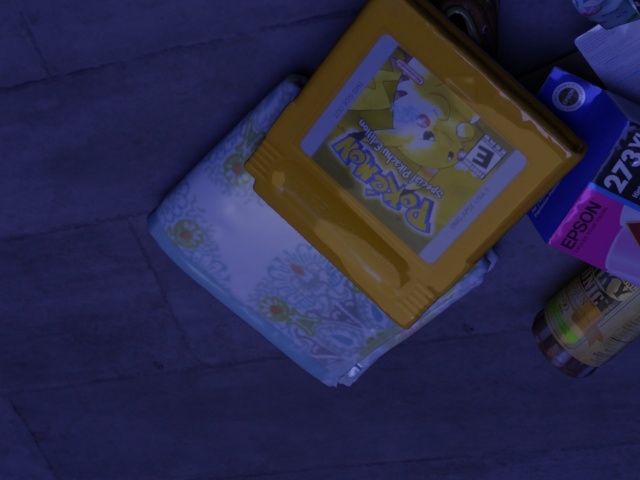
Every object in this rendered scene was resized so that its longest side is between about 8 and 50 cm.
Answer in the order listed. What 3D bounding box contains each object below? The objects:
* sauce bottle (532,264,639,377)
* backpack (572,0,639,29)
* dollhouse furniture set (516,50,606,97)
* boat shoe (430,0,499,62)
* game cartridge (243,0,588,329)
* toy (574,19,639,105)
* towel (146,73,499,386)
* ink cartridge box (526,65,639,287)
[{"bbox_3d":[0.405,0.034,1.410,0.111,0.111,0.344,34,124,-9],"label":"sauce bottle"},{"bbox_3d":[0.316,-0.327,1.097,0.191,0.225,0.253,-9,90,25],"label":"backpack"},{"bbox_3d":[0.302,-0.128,1.371,0.144,0.123,0.151,-24,82,24],"label":"dollhouse furniture set"},{"bbox_3d":[0.156,-0.154,1.345,0.111,0.104,0.307,1,124,14],"label":"boat shoe"},{"bbox_3d":[0.091,-0.088,1.301,0.285,0.053,0.323,42,124,3],"label":"game cartridge"},{"bbox_3d":[0.399,-0.186,1.287,0.137,0.056,0.237,-33,117,20],"label":"toy"},{"bbox_3d":[0.000,0.000,1.509,0.374,0.090,0.320,40,121,-14],"label":"towel"},{"bbox_3d":[0.380,-0.035,1.272,0.371,0.069,0.175,26,121,-4],"label":"ink cartridge box"}]
